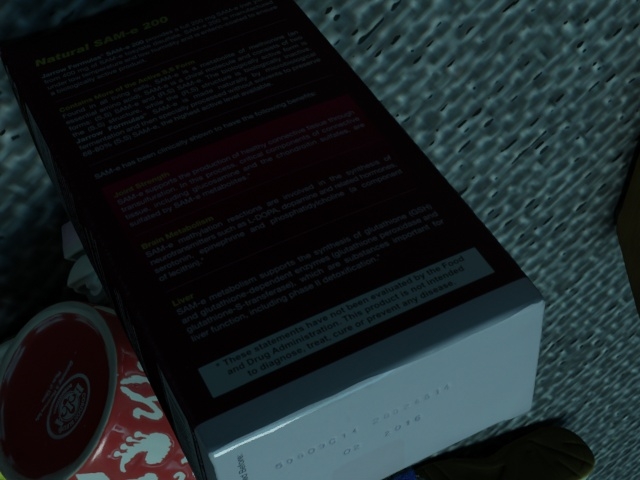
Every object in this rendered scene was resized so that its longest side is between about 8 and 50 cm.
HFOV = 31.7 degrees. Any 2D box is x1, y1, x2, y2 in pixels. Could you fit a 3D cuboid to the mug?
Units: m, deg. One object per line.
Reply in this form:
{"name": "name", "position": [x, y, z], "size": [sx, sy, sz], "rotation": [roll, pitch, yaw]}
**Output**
{"name": "mug", "position": [-0.075, 0.112, 0.572], "size": [0.113, 0.150, 0.169], "rotation": [-8, 158, 37]}

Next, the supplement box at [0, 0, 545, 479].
{"name": "supplement box", "position": [-0.030, -0.011, 0.461], "size": [0.130, 0.239, 0.073], "rotation": [-22, 141, -14]}

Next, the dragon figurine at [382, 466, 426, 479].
{"name": "dragon figurine", "position": [-0.077, 0.179, 0.698], "size": [0.289, 0.144, 0.085], "rotation": [-25, 140, -12]}

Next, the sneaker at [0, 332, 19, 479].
{"name": "sneaker", "position": [-0.167, 0.137, 0.632], "size": [0.081, 0.094, 0.208], "rotation": [15, 119, -41]}

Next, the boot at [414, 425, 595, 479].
{"name": "boot", "position": [0.127, 0.255, 0.975], "size": [0.213, 0.077, 0.165], "rotation": [-15, 139, -27]}

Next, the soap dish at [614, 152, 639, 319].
{"name": "soap dish", "position": [0.346, -0.073, 0.759], "size": [0.291, 0.118, 0.228], "rotation": [-17, 138, -21]}

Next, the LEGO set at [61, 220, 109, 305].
{"name": "LEGO set", "position": [0.000, 0.000, 0.636], "size": [0.132, 0.107, 0.287], "rotation": [-15, 158, 34]}
